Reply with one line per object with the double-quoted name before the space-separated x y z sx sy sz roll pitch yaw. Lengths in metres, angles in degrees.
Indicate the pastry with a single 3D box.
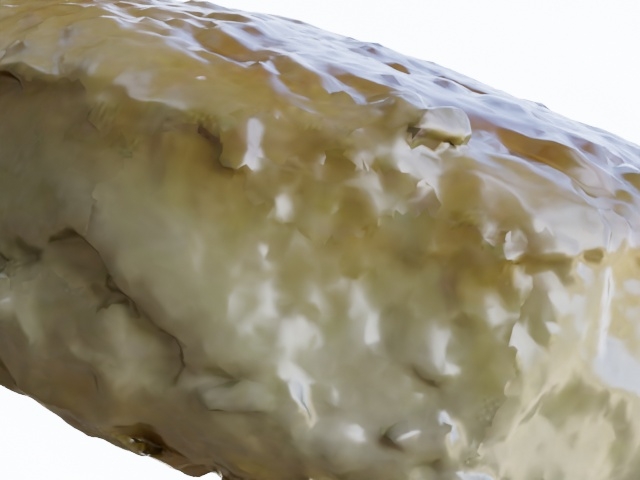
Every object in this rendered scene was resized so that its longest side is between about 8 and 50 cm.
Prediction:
"pastry" 0.000 0.000 0.648 0.330 0.136 0.329 19 6 -2
